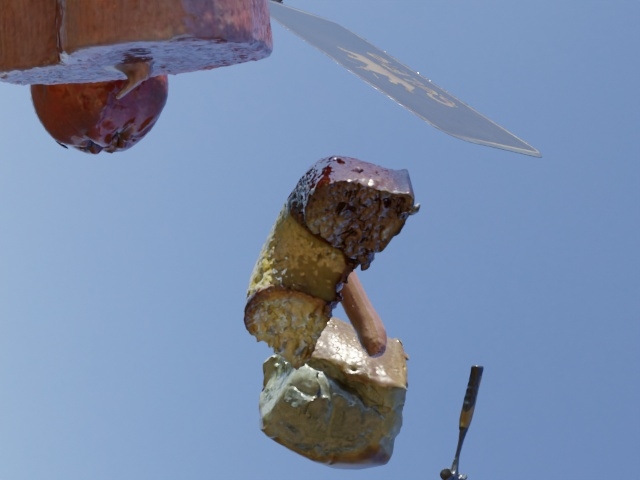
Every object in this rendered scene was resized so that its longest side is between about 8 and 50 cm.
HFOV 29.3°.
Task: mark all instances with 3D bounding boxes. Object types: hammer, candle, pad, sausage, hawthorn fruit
[{"bbox_3d":[0.230,0.294,1.943,0.021,0.078,0.201,6,-112,27],"label":"hammer"},{"bbox_3d":[-0.167,-0.207,1.188,0.317,0.287,0.132,-2,-85,45],"label":"candle"},{"bbox_3d":[0.108,-0.219,1.450,0.375,0.315,0.063,38,-72,30],"label":"pad"},{"bbox_3d":[0.042,0.074,1.603,0.186,0.043,0.043,64,-31,27],"label":"sausage"},{"bbox_3d":[-0.336,-0.274,1.810,0.211,0.211,0.299,3,-72,59],"label":"hawthorn fruit"}]

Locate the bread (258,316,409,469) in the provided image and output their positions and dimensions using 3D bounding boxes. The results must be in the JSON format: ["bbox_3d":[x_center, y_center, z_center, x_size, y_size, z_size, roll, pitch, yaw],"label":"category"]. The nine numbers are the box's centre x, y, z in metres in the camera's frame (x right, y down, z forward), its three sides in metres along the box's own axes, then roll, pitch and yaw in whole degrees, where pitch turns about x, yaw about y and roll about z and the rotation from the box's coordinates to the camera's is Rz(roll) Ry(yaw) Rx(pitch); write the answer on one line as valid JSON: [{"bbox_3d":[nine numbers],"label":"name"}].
[{"bbox_3d":[0.020,0.272,2.164,0.279,0.250,0.225,-93,-159,-75],"label":"bread"}]

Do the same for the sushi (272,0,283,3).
[{"bbox_3d":[-0.094,-0.432,1.744,0.103,0.097,0.226,75,-6,-69],"label":"sushi"}]

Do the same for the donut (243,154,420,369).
[{"bbox_3d":[0.000,0.002,1.117,0.217,0.085,0.141,-58,-167,27],"label":"donut"}]
